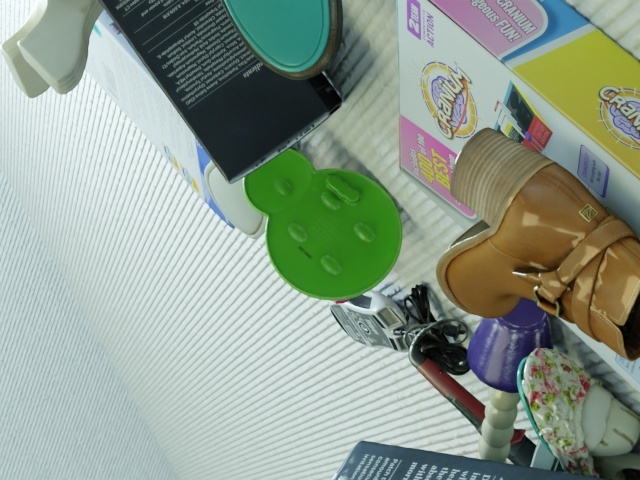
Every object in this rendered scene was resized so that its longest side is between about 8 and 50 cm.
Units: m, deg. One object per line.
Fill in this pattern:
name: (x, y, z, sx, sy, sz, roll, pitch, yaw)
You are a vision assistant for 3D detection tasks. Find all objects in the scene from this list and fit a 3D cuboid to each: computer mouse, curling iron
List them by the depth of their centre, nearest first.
curling iron: (0.186, 0.180, 1.423, 0.274, 0.068, 0.035, 47, 161, 3)
computer mouse: (0.076, 0.081, 1.542, 0.193, 0.042, 0.106, 11, 140, 58)

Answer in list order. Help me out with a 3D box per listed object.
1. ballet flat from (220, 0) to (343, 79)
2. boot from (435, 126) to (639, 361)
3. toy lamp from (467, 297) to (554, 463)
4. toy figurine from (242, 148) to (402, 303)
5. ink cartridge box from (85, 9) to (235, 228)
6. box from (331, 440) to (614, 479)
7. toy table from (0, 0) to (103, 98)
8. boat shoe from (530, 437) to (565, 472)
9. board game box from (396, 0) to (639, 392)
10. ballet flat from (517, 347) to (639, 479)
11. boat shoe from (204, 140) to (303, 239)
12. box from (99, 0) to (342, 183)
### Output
ballet flat: (-0.052, -0.248, 1.151, 0.280, 0.095, 0.096, 61, -162, 11)
boot: (0.152, 0.029, 0.960, 0.152, 0.073, 0.197, 39, 161, 27)
toy lamp: (0.161, 0.158, 1.326, 0.080, 0.080, 0.274, 42, 143, 33)
toy figurine: (0.000, 0.000, 1.455, 0.173, 0.130, 0.159, 42, 170, 13)
ink cartridge box: (-0.183, -0.170, 1.689, 0.311, 0.065, 0.186, 50, 164, 21)
box: (0.190, 0.359, 1.246, 0.395, 0.212, 0.293, 2, 136, 44)
toy table: (-0.259, -0.259, 1.435, 0.252, 0.161, 0.274, 41, 161, 39)
boat shoe: (0.232, 0.227, 1.354, 0.070, 0.078, 0.219, 15, 134, 18)
board game box: (0.178, -0.035, 0.997, 0.316, 0.064, 0.242, 45, 161, 25)
ballet flat: (0.246, 0.181, 1.250, 0.077, 0.091, 0.241, -6, 130, 35)
boat shoe: (-0.068, -0.093, 1.494, 0.095, 0.079, 0.254, 32, 153, 21)
box: (-0.084, -0.166, 1.270, 0.207, 0.108, 0.153, 56, -171, -3)
